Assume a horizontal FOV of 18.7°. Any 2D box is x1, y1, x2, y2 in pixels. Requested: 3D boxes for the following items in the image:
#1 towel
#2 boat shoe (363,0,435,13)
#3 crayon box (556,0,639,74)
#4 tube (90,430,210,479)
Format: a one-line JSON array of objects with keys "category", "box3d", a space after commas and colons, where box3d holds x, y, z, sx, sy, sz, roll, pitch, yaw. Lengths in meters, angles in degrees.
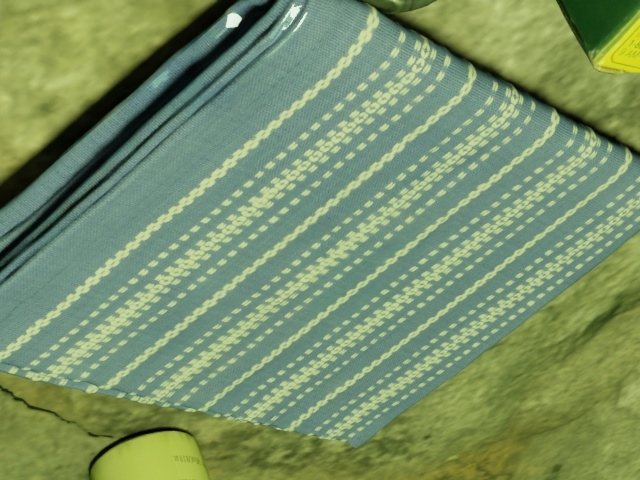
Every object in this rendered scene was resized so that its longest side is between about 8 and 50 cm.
[{"category": "towel", "box3d": [0.000, 0.000, 0.907, 0.243, 0.040, 0.336, -39, 148, 22]}, {"category": "boat shoe", "box3d": [0.040, -0.195, 0.540, 0.127, 0.113, 0.340, -8, 146, -24]}, {"category": "crayon box", "box3d": [0.251, -0.183, 0.733, 0.202, 0.081, 0.318, 6, 139, -40]}, {"category": "tube", "box3d": [-0.054, 0.213, 0.992, 0.070, 0.240, 0.062, -12, 150, -17]}]
